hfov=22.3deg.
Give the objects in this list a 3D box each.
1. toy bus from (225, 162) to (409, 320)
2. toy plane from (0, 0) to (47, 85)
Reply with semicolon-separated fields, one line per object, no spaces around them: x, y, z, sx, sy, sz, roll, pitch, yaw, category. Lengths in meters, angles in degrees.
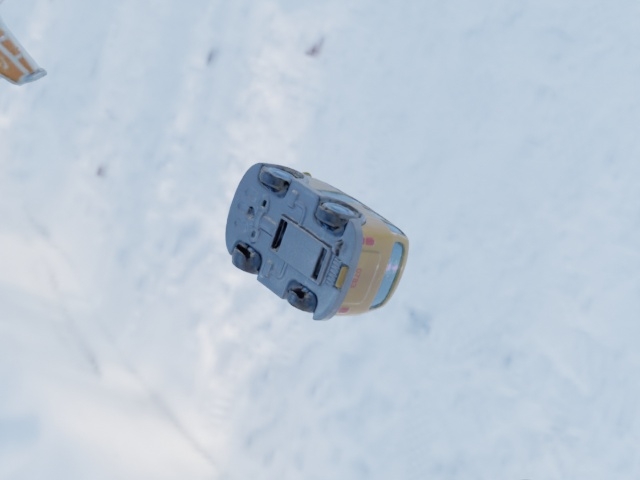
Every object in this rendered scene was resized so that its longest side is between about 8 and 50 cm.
0.000;0.000;1.815;0.209;0.136;0.126;34;111;42;toy bus
-0.316;-0.250;1.444;0.117;0.245;0.244;-129;59;-71;toy plane
